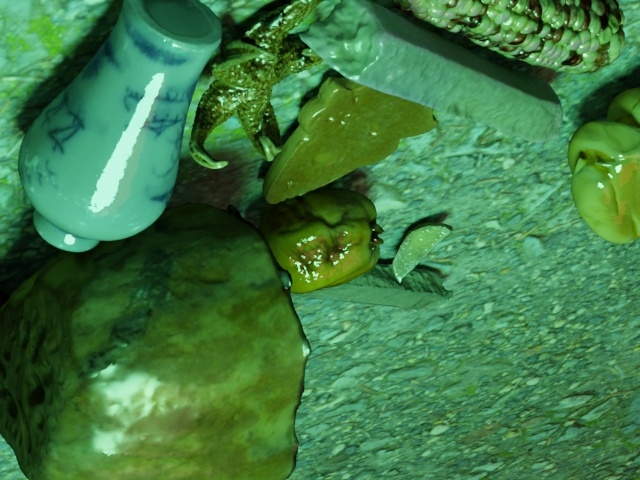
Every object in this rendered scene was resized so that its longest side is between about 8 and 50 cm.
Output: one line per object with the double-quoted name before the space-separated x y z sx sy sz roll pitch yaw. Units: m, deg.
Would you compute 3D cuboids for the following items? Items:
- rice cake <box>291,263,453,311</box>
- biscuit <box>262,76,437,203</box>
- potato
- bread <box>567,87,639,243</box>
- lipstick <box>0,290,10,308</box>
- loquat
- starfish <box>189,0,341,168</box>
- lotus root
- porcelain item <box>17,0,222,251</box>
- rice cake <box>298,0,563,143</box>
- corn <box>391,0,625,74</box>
"rice cake" 0.049 0.048 1.967 0.269 0.049 0.055 7 142 -43
"biscuit" 0.036 -0.118 1.699 0.250 0.035 0.162 -39 143 18
"potato" 0.109 0.002 1.953 0.036 0.037 0.093 37 117 -13
"bread" 0.402 -0.121 1.839 0.311 0.121 0.173 -28 130 -5
"lipstick" -0.338 0.082 1.734 0.073 0.073 0.279 -31 150 14
"loquat" 0.000 0.000 1.785 0.137 0.113 0.137 -7 150 -4
"starfish" -0.048 -0.153 1.524 0.146 0.074 0.190 2 123 -58
"lotus root" -0.188 0.098 1.640 0.250 0.316 0.316 -10 149 -36
"porcelain item" -0.177 -0.099 1.493 0.141 0.141 0.259 1 135 -36
"rice cake" 0.123 -0.155 1.604 0.064 0.070 0.399 -51 150 17
"corn" 0.177 -0.218 1.591 0.280 0.092 0.092 11 136 -39
